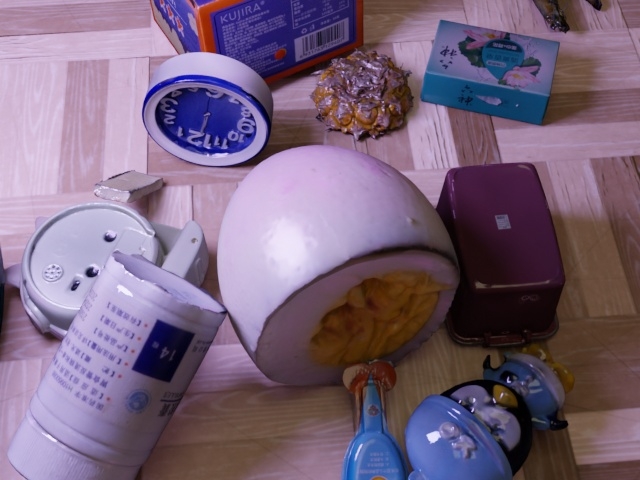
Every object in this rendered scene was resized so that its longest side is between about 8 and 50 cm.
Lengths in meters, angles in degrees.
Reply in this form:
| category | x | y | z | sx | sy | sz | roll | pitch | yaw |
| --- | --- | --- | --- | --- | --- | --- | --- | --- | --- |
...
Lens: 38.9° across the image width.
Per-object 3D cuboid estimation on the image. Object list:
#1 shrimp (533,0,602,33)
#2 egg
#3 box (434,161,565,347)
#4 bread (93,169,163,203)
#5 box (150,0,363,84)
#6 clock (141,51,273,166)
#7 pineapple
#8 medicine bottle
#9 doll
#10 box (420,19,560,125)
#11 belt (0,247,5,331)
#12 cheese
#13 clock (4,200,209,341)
| category | x | y | z | sx | sy | sz | roll | pitch | yaw |
| --- | --- | --- | --- | --- | --- | --- | --- | --- | --- |
| shrimp | 0.520 | -0.513 | 1.923 | 0.150 | 0.051 | 0.217 | 0 | 53 | -9 |
| egg | 0.000 | 0.000 | 1.414 | 0.354 | 0.355 | 0.340 | -18 | 55 | -12 |
| box | 0.292 | 0.015 | 1.512 | 0.193 | 0.167 | 0.294 | -6 | 57 | -2 |
| bread | -0.338 | -0.096 | 1.610 | 0.068 | 0.028 | 0.154 | 13 | 17 | 10 |
| box | -0.136 | -0.504 | 1.775 | 0.348 | 0.257 | 0.319 | -24 | 56 | -15 |
| clock | -0.200 | -0.232 | 1.628 | 0.230 | 0.230 | 0.083 | 4 | 57 | 2 |
| pineapple | 0.082 | -0.294 | 1.763 | 0.224 | 0.076 | 0.225 | 1 | 56 | -2 |
| medicine bottle | -0.292 | 0.201 | 1.301 | 0.190 | 0.190 | 0.332 | 30 | 92 | 17 |
| doll | 0.247 | 0.276 | 1.360 | 0.314 | 0.141 | 0.177 | -36 | 61 | -24 |
| box | 0.331 | -0.330 | 1.776 | 0.244 | 0.092 | 0.153 | 13 | 58 | 7 |
| belt | -0.599 | 0.141 | 1.344 | 0.173 | 0.300 | 0.437 | 7 | 59 | 2 |
| cheese | 0.080 | 0.305 | 1.370 | 0.106 | 0.037 | 0.256 | 1 | 73 | -10 |
| clock | -0.371 | 0.052 | 1.517 | 0.324 | 0.109 | 0.265 | 17 | 59 | 11 |
